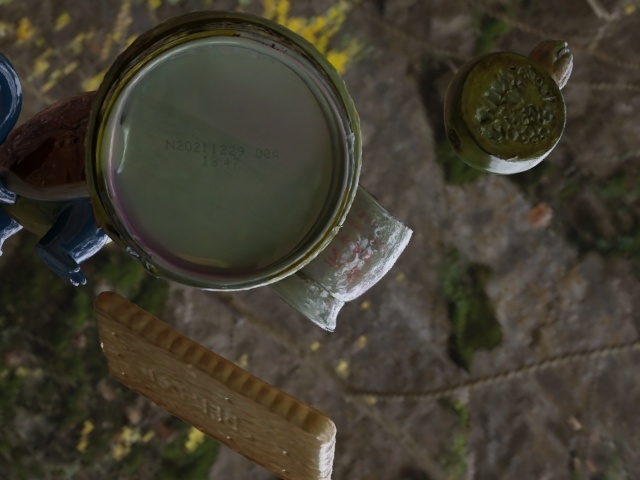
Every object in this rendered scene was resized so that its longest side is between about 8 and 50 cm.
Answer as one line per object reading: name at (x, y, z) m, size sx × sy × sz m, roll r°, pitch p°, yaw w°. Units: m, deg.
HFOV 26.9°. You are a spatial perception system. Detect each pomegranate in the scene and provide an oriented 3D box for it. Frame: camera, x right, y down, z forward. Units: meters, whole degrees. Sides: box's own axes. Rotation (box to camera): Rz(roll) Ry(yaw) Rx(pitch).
pomegranate at (0.288, -0.221, 2.127) m, size 0.159 × 0.190 × 0.240 m, roll 159°, pitch -52°, yaw -77°

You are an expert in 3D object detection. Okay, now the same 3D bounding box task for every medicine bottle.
medicine bottle at (0.000, 0.000, 1.376) m, size 0.143 × 0.147 × 0.147 m, roll -49°, pitch -165°, yaw 3°

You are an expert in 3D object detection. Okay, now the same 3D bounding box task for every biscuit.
biscuit at (-0.095, 0.140, 1.214) m, size 0.030 × 0.250 × 0.160 m, roll -54°, pitch 163°, yaw -27°

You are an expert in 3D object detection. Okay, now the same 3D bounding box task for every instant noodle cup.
instant noodle cup at (-0.079, -0.073, 1.138) m, size 0.264 × 0.264 × 0.200 m, roll -39°, pitch -173°, yaw -1°

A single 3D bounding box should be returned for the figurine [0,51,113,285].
figurine at (-0.263, -0.073, 1.503) m, size 0.416 × 0.243 × 0.298 m, roll 6°, pitch 178°, yaw -42°
